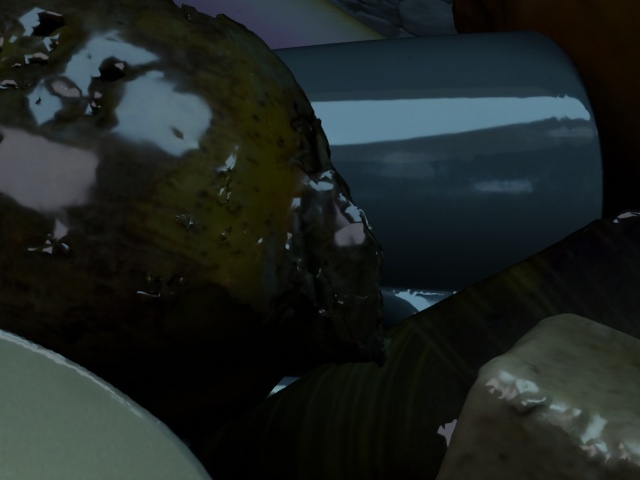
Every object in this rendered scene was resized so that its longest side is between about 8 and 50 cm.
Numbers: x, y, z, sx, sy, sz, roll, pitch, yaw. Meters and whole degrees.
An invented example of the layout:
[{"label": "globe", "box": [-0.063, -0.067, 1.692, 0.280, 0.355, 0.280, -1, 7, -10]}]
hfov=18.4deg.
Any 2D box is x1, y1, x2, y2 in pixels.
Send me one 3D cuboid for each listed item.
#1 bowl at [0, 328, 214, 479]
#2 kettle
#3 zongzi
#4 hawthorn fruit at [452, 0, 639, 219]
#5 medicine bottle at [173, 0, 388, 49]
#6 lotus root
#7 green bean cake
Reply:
[{"label": "bowl", "box": [-0.146, 0.125, 0.591, 0.237, 0.126, 0.238, 14, 26, -7]}, {"label": "kettle", "box": [0.000, 0.000, 0.945, 0.243, 0.160, 0.211, -3, 61, -23]}, {"label": "zongzi", "box": [0.204, 0.093, 0.874, 0.403, 0.432, 0.208, 27, 53, -55]}, {"label": "hawthorn fruit", "box": [0.276, -0.170, 1.117, 0.471, 0.472, 0.472, 14, 26, -7]}, {"label": "medicine bottle", "box": [-0.095, -0.157, 1.205, 0.108, 0.108, 0.426, -9, 35, -43]}, {"label": "lotus root", "box": [-0.154, -0.023, 0.774, 0.397, 0.179, 0.196, 11, -9, 19]}, {"label": "green bean cake", "box": [0.087, 0.125, 0.680, 0.109, 0.179, 0.085, 27, 27, 17]}]
